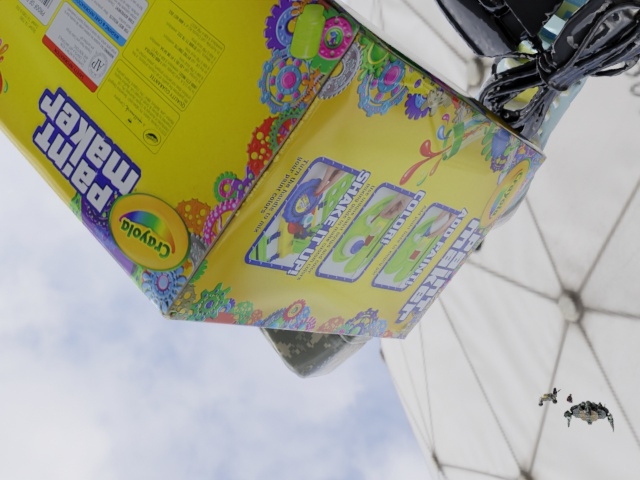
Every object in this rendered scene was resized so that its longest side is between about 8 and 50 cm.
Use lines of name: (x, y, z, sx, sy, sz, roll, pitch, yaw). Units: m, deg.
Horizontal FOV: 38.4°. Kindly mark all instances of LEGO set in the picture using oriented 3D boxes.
LEGO set: (0.259, 0.165, 0.918, 0.083, 0.054, 0.023, 39, -133, -23)

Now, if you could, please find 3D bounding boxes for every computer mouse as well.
computer mouse: (0.121, -0.220, 0.665, 0.072, 0.188, 0.272, -11, -106, -31)

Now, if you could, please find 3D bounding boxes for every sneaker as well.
sneaker: (0.225, -0.168, 1.011, 0.127, 0.208, 0.319, 28, -131, 3)

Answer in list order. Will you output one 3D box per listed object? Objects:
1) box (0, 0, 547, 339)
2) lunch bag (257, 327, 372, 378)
box: (-0.049, -0.096, 0.613, 0.290, 0.279, 0.177, 43, -75, 29)
lunch bag: (0.000, 0.000, 1.265, 0.256, 0.212, 0.305, -38, -104, 6)
